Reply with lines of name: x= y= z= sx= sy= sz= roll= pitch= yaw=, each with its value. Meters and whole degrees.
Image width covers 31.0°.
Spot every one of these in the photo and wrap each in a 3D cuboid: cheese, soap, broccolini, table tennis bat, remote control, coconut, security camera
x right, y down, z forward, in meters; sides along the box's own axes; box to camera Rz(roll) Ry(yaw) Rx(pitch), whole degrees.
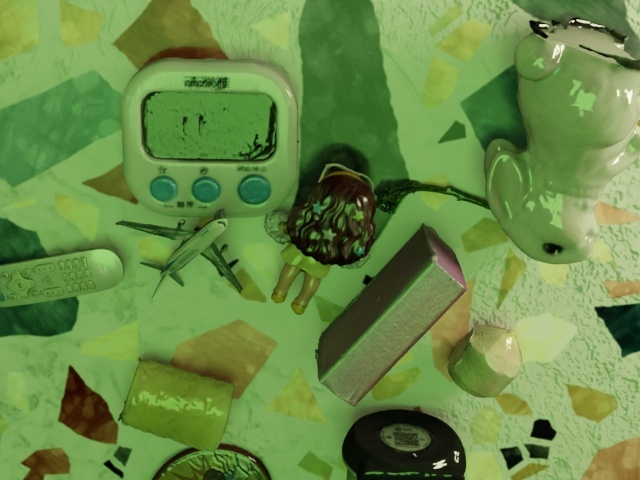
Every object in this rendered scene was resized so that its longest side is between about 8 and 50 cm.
cheese: x=-0.230 y=0.265 z=1.855 sx=0.167 sy=0.094 sz=0.123 roll=18 pitch=106 yaw=-6
soap: x=0.106 y=0.111 z=1.760 sx=0.081 sy=0.181 sz=0.259 roll=40 pitch=103 yaw=-12
broccolini: x=0.177 y=-0.067 z=1.774 sx=0.194 sy=0.054 sz=0.052 roll=-1 pitch=89 yaw=-1
table tennis bat: x=-0.221 y=0.462 z=1.954 sx=0.310 sy=0.038 sz=0.200 roll=-35 pitch=104 yaw=7
remote control: x=-0.415 y=0.052 z=1.814 sx=0.229 sy=0.044 sz=0.073 roll=-10 pitch=114 yaw=12
coconut: x=0.263 y=0.183 z=1.823 sx=0.110 sy=0.110 sz=0.124 roll=33 pitch=112 yaw=-10
security camera: x=0.123 y=0.432 z=1.862 sx=0.197 sy=0.191 sz=0.277 roll=3 pitch=111 yaw=-6

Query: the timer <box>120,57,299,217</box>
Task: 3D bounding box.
timer: x=-0.162 y=-0.153 z=1.720 sx=0.262 sy=0.087 sz=0.237 roll=1 pitch=109 yaw=-1

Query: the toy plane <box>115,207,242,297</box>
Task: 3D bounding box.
toy plane: x=-0.196 y=0.012 z=1.748 sx=0.226 sy=0.058 sz=0.226 roll=30 pitch=133 yaw=-19

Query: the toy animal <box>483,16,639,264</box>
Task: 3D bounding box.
toy animal: x=0.348 y=-0.136 z=1.685 sx=0.258 sy=0.194 sz=0.357 roll=12 pitch=116 yaw=-14

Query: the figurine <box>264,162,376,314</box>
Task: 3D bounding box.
figurine: x=0.001 y=-0.001 z=1.743 sx=0.174 sy=0.116 sz=0.240 roll=25 pitch=125 yaw=-8
